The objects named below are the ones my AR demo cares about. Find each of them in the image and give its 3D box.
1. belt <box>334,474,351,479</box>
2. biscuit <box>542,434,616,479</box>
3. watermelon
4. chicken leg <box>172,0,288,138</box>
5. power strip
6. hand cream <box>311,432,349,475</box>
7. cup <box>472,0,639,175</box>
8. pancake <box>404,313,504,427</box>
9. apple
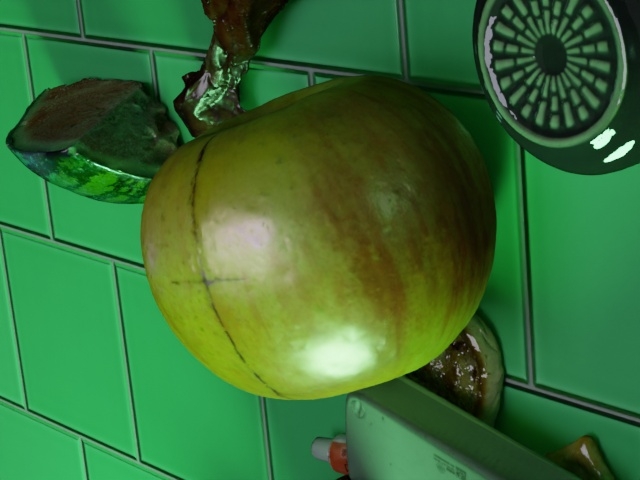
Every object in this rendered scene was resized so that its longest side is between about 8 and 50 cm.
[{"bbox_3d":[-0.019,0.307,1.488,0.105,0.184,0.261,51,175,3],"label":"belt"},{"bbox_3d":[0.213,0.208,1.342,0.083,0.018,0.081,-37,75,50],"label":"biscuit"},{"bbox_3d":[-0.251,-0.089,1.682,0.231,0.146,0.128,9,112,46],"label":"watermelon"},{"bbox_3d":[-0.077,-0.201,1.480,0.113,0.093,0.304,37,136,20],"label":"chicken leg"},{"bbox_3d":[0.128,0.240,1.393,0.265,0.059,0.193,28,133,39],"label":"power strip"},{"bbox_3d":[0.074,0.211,1.507,0.216,0.038,0.052,6,137,46],"label":"hand cream"},{"bbox_3d":[0.215,-0.155,1.061,0.169,0.177,0.223,49,134,30],"label":"cup"},{"bbox_3d":[0.100,0.111,1.432,0.158,0.028,0.158,23,122,43],"label":"pancake"},{"bbox_3d":[0.000,0.000,1.311,0.286,0.286,0.233,-7,107,52],"label":"apple"}]
